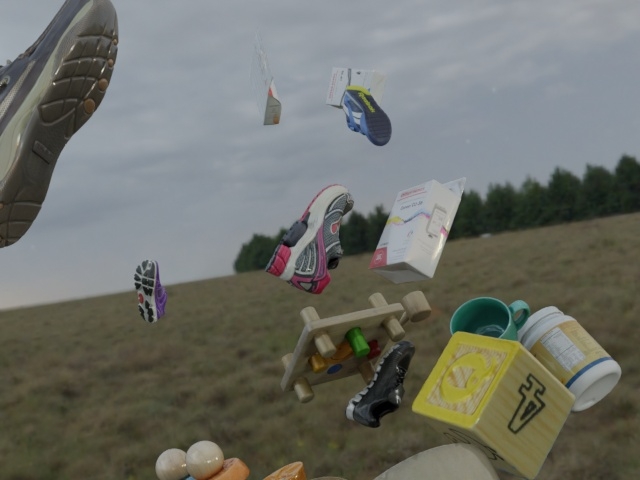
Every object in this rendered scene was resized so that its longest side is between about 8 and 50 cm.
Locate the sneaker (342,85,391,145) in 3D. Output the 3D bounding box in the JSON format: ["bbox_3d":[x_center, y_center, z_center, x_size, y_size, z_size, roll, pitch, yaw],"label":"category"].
[{"bbox_3d":[0.082,-0.214,1.439,0.053,0.144,0.059,-4,-40,-27],"label":"sneaker"}]

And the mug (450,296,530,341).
[{"bbox_3d":[0.363,0.198,1.700,0.157,0.129,0.097,-4,-42,28],"label":"mug"}]

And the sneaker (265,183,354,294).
[{"bbox_3d":[0.000,0.000,1.530,0.121,0.112,0.299,-59,-2,40],"label":"sneaker"}]

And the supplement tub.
[{"bbox_3d":[0.535,0.255,1.754,0.144,0.200,0.144,-21,-41,-19],"label":"supplement tub"}]

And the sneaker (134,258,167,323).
[{"bbox_3d":[-0.416,0.120,1.998,0.068,0.170,0.071,17,28,28],"label":"sneaker"}]

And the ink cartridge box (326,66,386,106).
[{"bbox_3d":[0.080,-0.403,2.149,0.180,0.104,0.060,15,6,41],"label":"ink cartridge box"}]

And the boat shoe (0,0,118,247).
[{"bbox_3d":[-0.372,-0.168,0.990,0.130,0.355,0.132,22,-16,8],"label":"boat shoe"}]

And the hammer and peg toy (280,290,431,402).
[{"bbox_3d":[0.095,0.248,1.891,0.361,0.127,0.266,-8,-39,-29],"label":"hammer and peg toy"}]

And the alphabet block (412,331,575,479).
[{"bbox_3d":[0.333,0.313,1.551,0.197,0.193,0.192,41,-20,-24],"label":"alphabet block"}]

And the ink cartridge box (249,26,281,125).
[{"bbox_3d":[-0.118,-0.369,1.808,0.045,0.145,0.179,-9,-26,-18],"label":"ink cartridge box"}]

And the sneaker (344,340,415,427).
[{"bbox_3d":[0.164,0.345,1.886,0.106,0.234,0.078,28,-15,47],"label":"sneaker"}]

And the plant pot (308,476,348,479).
[{"bbox_3d":[0.000,0.625,1.758,0.236,0.236,0.032,-9,22,-15],"label":"plant pot"}]

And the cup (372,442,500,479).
[{"bbox_3d":[0.206,0.539,1.341,0.331,0.331,0.237,-8,41,-27],"label":"cup"}]

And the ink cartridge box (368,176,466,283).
[{"bbox_3d":[0.169,-0.030,1.387,0.067,0.198,0.115,31,-21,-21],"label":"ink cartridge box"}]

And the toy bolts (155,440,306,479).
[{"bbox_3d":[-0.164,0.387,1.321,0.228,0.158,0.218,-30,0,39],"label":"toy bolts"}]
